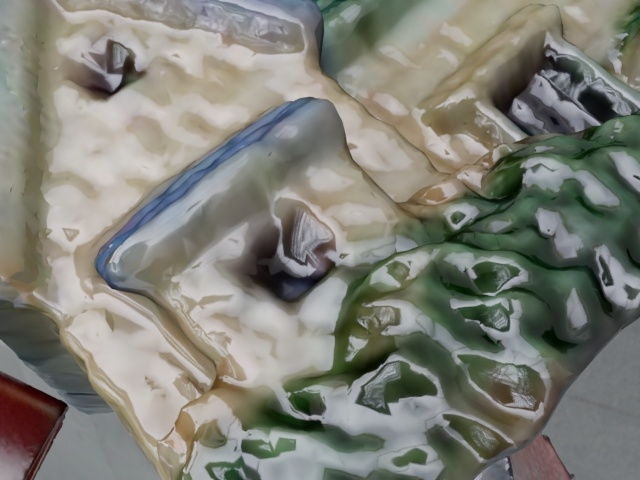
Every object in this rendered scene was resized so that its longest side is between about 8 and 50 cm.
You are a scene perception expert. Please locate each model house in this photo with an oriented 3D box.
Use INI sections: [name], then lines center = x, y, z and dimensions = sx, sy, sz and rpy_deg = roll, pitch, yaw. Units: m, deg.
[model house]
center = 0.006, -0.050, 0.566
dimensions = 0.400, 0.445, 0.395
rpy_deg = 46, 165, 16

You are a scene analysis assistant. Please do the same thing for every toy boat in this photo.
[toy boat]
center = 0.182, 0.244, 0.877
dimensions = 0.085, 0.227, 0.155
rpy_deg = -25, 86, 24

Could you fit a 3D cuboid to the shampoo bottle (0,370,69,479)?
[shampoo bottle]
center = -0.282, 0.080, 0.508
dimensions = 0.260, 0.102, 0.064
rpy_deg = 28, 160, -4
